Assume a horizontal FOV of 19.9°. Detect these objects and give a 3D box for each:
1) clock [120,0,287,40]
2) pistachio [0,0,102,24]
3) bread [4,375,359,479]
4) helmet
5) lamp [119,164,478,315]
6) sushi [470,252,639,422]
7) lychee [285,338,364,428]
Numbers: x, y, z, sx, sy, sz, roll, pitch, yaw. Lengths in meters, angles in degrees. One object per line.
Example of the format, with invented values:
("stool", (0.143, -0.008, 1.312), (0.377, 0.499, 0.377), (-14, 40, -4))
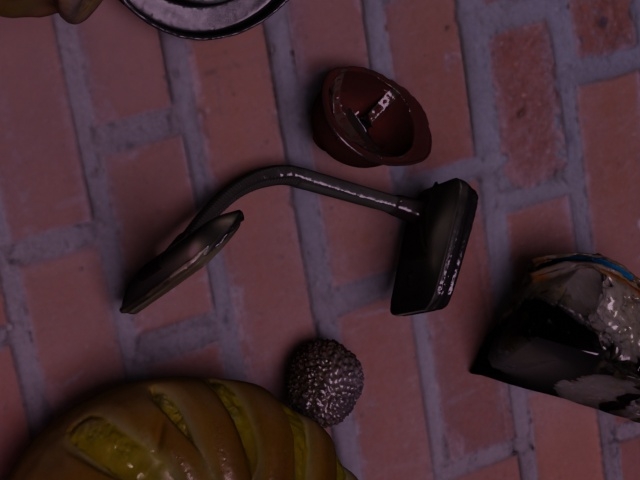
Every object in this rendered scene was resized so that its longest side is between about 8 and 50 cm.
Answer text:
("clock", (-0.093, -0.249, 1.415), (0.184, 0.040, 0.185), (-6, 106, -22))
("pistachio", (-0.166, -0.358, 1.186), (0.281, 0.365, 0.446), (11, 86, 2))
("bread", (-0.102, 0.260, 1.468), (0.333, 0.160, 0.333), (-6, 109, -17))
("helmet", (0.031, -0.090, 1.500), (0.111, 0.057, 0.089), (18, 54, -31))
("lamp", (-0.002, -0.007, 1.438), (0.283, 0.203, 0.125), (1, 84, -20))
("sushi", (0.279, 0.090, 1.634), (0.272, 0.134, 0.109), (18, 68, -20))
("lychee", (0.003, 0.120, 1.542), (0.067, 0.083, 0.068), (17, 136, 4))
